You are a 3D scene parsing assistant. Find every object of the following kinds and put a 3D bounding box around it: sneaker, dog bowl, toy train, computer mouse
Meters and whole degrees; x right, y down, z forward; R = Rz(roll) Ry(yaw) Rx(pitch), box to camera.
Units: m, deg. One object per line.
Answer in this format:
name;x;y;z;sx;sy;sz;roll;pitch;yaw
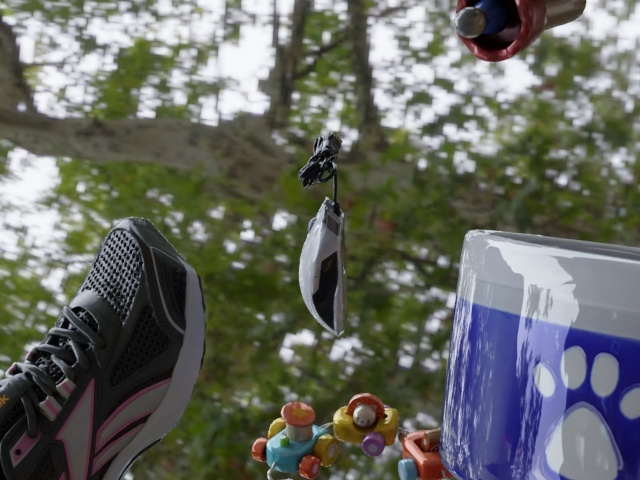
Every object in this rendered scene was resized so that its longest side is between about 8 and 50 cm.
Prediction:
sneaker;-0.112;0.074;0.679;0.077;0.072;0.178;11;-77;-46
dog bowl;0.186;0.064;0.673;0.265;0.265;0.104;6;-87;-38
toy train;0.030;0.160;1.250;0.166;0.125;0.046;-7;-66;-14
computer mouse;0.000;0.000;1.430;0.042;0.106;0.193;0;-66;4

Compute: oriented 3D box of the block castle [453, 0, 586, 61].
block castle;0.179;-0.425;1.504;0.213;0.303;0.453;-24;-36;-50
